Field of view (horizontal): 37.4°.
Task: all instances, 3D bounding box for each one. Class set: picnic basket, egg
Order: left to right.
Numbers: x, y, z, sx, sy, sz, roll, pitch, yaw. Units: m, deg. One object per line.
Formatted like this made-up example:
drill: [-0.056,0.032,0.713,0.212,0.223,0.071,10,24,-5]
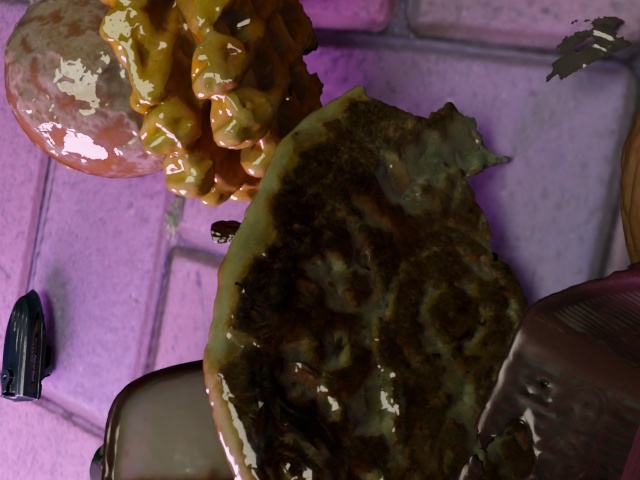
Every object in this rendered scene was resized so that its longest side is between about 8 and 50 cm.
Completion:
egg: [-0.224,-0.164,1.005,0.245,0.203,0.203,34,108,28]
picnic basket: [0.176,0.137,0.527,0.129,0.297,0.223,24,81,0]

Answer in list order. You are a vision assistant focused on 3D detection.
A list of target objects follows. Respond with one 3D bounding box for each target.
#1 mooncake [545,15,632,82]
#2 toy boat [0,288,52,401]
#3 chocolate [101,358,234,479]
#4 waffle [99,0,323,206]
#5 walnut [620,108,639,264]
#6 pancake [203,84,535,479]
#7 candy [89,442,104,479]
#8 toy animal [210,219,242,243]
mooncake: [0.231,-0.300,0.750,0.150,0.057,0.347,-20,68,49]
toy boat: [-0.368,0.130,1.186,0.055,0.060,0.141,-11,73,37]
chocolate: [-0.078,0.199,0.820,0.283,0.283,0.186,-28,69,33]
waffle: [-0.083,-0.198,0.850,0.151,0.261,0.324,-15,77,14]
walnut: [0.283,-0.017,0.590,0.213,0.213,0.213,-3,85,38]
pancake: [0.056,0.078,0.727,0.067,0.304,0.427,132,125,-60]
candy: [-0.211,0.358,1.044,0.097,0.097,0.324,18,107,38]
toy animal: [-0.001,0.008,0.896,0.202,0.070,0.105,-6,126,30]
